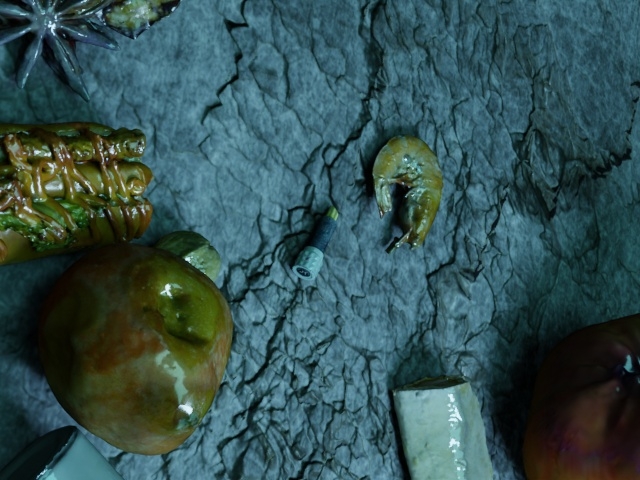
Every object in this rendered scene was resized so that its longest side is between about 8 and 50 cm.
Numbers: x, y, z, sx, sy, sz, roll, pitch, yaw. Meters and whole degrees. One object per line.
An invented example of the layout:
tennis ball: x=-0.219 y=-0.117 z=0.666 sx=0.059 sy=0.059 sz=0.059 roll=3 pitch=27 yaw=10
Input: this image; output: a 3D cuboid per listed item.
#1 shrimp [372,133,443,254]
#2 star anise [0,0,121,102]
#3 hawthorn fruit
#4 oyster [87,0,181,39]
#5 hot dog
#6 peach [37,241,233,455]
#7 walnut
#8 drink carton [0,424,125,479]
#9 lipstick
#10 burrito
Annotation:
shrimp: x=0.120 y=-0.069 z=1.614 sx=0.132 sy=0.052 sz=0.187 roll=19 pitch=66 yaw=-26
star anise: x=-0.302 y=-0.262 z=1.231 sx=0.180 sy=0.061 sz=0.204 roll=-46 pitch=123 yaw=4
hawthorn fruit: x=0.547 y=0.340 z=1.685 sx=0.472 sy=0.472 sz=0.471 roll=4 pitch=84 yaw=-40
oyster: x=-0.276 y=-0.403 z=1.244 sx=0.221 sy=0.096 sz=0.361 roll=-46 pitch=116 yaw=6
hot dog: x=-0.326 y=-0.050 z=1.177 sx=0.349 sy=0.117 sz=0.158 roll=-6 pitch=91 yaw=-41
peach: x=-0.192 y=0.123 z=1.198 sx=0.214 sy=0.235 sz=0.214 roll=-21 pitch=141 yaw=-18
walnut: x=-0.165 y=0.029 z=1.333 sx=0.092 sy=0.092 sz=0.092 roll=4 pitch=84 yaw=-40
drink carton: x=-0.261 y=0.311 z=1.180 sx=0.189 sy=0.185 sz=0.191 roll=50 pitch=58 yaw=-12
lipstick: x=0.000 y=0.000 z=1.508 sx=0.037 sy=0.037 sz=0.116 roll=46 pitch=55 yaw=-28
burrito: x=0.199 y=0.344 z=1.605 sx=0.143 sy=0.105 sz=0.299 roll=-19 pitch=97 yaw=-44
